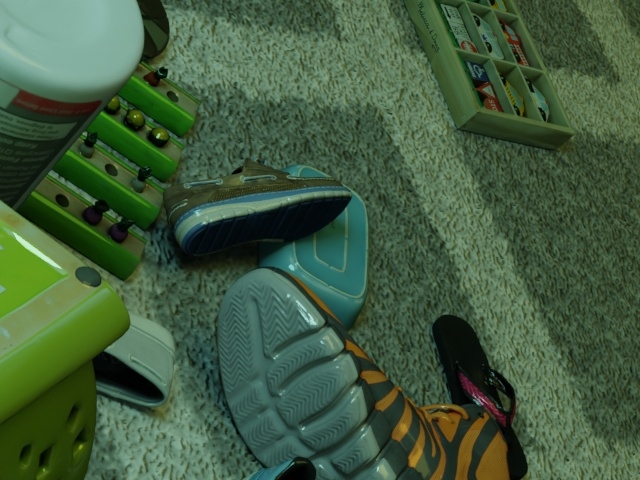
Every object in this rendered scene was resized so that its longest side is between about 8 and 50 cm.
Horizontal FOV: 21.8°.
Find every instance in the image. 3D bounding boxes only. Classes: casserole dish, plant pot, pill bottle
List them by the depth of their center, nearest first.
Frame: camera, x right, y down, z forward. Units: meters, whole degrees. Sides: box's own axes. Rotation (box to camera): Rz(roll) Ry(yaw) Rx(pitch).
[{"bbox_3d":[-0.264,0.083,1.009,0.228,0.207,0.227,36,34,12],"label":"plant pot"},{"bbox_3d":[-0.259,-0.087,1.149,0.161,0.283,0.161,26,42,-26],"label":"pill bottle"},{"bbox_3d":[0.000,0.000,1.541,0.114,0.037,0.188,29,39,-24],"label":"casserole dish"}]

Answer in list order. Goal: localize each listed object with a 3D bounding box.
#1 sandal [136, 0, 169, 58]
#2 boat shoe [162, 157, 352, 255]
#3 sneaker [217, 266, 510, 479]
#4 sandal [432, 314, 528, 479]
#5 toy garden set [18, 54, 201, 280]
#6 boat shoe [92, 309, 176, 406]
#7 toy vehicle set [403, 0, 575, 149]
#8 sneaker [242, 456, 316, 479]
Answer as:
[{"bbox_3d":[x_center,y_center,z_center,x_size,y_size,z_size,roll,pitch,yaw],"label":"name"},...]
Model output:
[{"bbox_3d":[-0.216,-0.263,1.553,0.090,0.060,0.219,-38,101,-48],"label":"sandal"},{"bbox_3d":[-0.054,-0.039,1.451,0.183,0.066,0.066,-9,57,-39],"label":"boat shoe"},{"bbox_3d":[0.043,0.151,1.394,0.321,0.124,0.180,60,33,-1],"label":"sneaker"},{"bbox_3d":[0.153,0.141,1.560,0.067,0.040,0.179,9,51,-40],"label":"sandal"},{"bbox_3d":[-0.206,-0.111,1.422,0.204,0.049,0.244,35,38,-17],"label":"toy garden set"},{"bbox_3d":[-0.189,0.079,1.262,0.184,0.066,0.063,31,37,-37],"label":"boat shoe"},{"bbox_3d":[0.183,-0.232,1.938,0.166,0.035,0.267,7,52,-41],"label":"toy vehicle set"},{"bbox_3d":[-0.037,0.226,1.262,0.063,0.073,0.162,32,39,-21],"label":"sneaker"}]
